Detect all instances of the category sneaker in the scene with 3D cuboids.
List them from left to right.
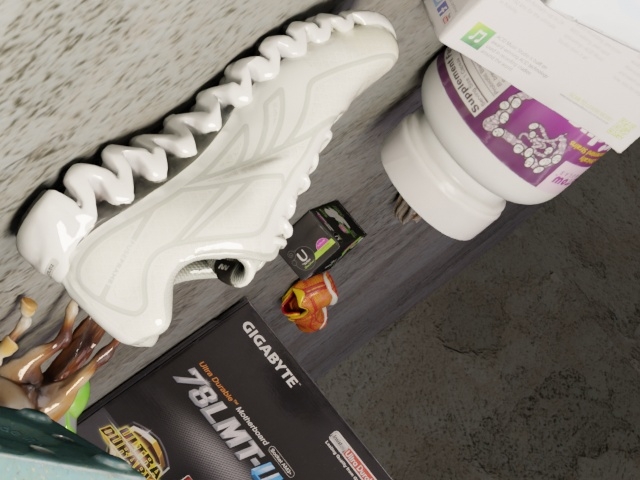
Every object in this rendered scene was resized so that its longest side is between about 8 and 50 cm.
[{"bbox_3d":[-0.050,-0.042,1.127,0.292,0.118,0.110,-38,171,-23],"label":"sneaker"},{"bbox_3d":[-0.023,0.081,2.298,0.067,0.064,0.175,-18,163,-11],"label":"sneaker"}]

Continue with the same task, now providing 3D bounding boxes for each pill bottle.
[{"bbox_3d":[0.199,-0.139,1.572,0.301,0.169,0.169,-43,172,25],"label":"pill bottle"}]

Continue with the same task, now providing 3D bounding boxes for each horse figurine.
[{"bbox_3d":[-0.233,0.107,1.316,0.174,0.066,0.263,-48,168,21],"label":"horse figurine"}]

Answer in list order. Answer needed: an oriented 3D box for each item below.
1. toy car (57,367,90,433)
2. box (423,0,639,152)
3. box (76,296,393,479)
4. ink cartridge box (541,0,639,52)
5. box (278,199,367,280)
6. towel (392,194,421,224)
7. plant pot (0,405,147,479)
[{"bbox_3d":[-0.296,0.204,1.629,0.225,0.053,0.239,-38,173,-7],"label":"toy car"},{"bbox_3d":[0.268,-0.226,1.343,0.232,0.058,0.322,26,123,-39],"label":"box"},{"bbox_3d":[-0.107,0.261,1.977,0.293,0.295,0.073,-35,174,-27],"label":"box"},{"bbox_3d":[0.368,-0.270,1.224,0.308,0.091,0.385,19,127,-35],"label":"ink cartridge box"},{"bbox_3d":[0.000,0.000,1.882,0.062,0.052,0.083,-44,171,22],"label":"box"},{"bbox_3d":[0.214,-0.126,2.217,0.282,0.049,0.187,-38,173,-14],"label":"towel"},{"bbox_3d":[-0.242,0.237,1.160,0.248,0.247,0.252,18,91,-41],"label":"plant pot"}]
